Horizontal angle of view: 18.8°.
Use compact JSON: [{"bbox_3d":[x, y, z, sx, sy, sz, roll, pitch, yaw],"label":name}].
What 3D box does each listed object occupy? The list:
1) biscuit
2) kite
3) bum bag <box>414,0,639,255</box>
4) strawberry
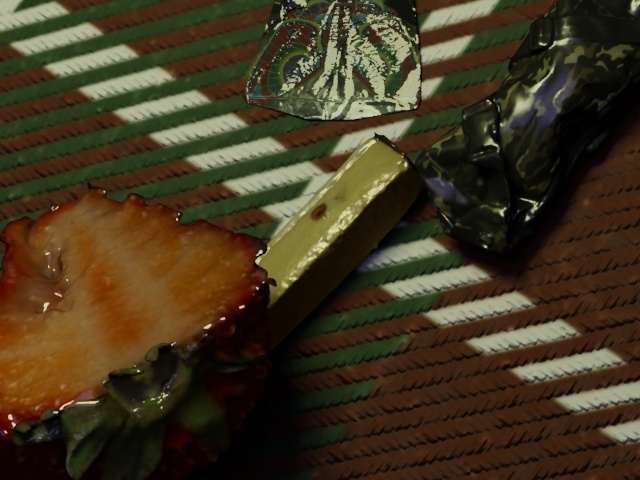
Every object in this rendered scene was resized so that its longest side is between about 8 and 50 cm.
[{"bbox_3d":[0.000,0.000,1.509,0.188,0.052,0.056,-46,54,-2],"label":"biscuit"},{"bbox_3d":[0.023,-0.235,1.603,0.152,0.015,0.286,2,72,18],"label":"kite"},{"bbox_3d":[0.174,-0.102,1.479,0.102,0.069,0.248,39,85,26],"label":"bum bag"},{"bbox_3d":[-0.167,0.098,1.460,0.253,0.150,0.280,-40,36,-24],"label":"strawberry"}]
